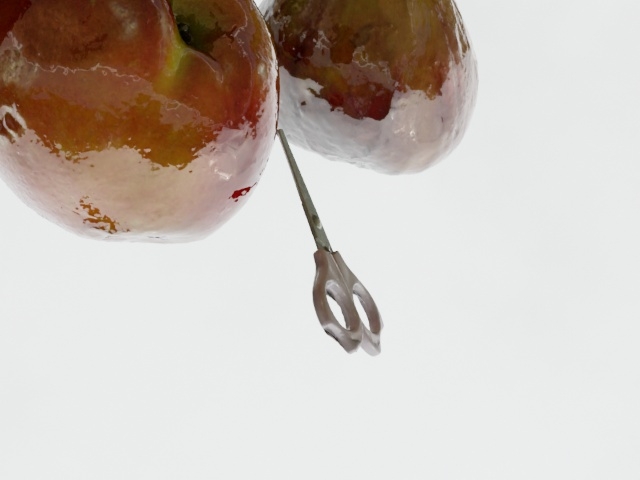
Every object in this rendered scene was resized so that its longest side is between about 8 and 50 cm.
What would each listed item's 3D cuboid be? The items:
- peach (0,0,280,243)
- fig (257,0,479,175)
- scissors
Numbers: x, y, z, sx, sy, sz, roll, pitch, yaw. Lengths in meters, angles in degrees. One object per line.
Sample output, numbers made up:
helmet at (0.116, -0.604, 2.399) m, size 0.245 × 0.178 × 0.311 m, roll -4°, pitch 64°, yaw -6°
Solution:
peach at (-0.140, -0.103, 1.371) m, size 0.243 × 0.243 × 0.199 m, roll 18°, pitch -144°, yaw 27°
fig at (0.038, -0.176, 1.806) m, size 0.224 × 0.263 × 0.224 m, roll -11°, pitch -128°, yaw 14°
scissors at (0.000, 0.000, 1.432) m, size 0.015 × 0.100 × 0.189 m, roll -28°, pitch -106°, yaw 21°
